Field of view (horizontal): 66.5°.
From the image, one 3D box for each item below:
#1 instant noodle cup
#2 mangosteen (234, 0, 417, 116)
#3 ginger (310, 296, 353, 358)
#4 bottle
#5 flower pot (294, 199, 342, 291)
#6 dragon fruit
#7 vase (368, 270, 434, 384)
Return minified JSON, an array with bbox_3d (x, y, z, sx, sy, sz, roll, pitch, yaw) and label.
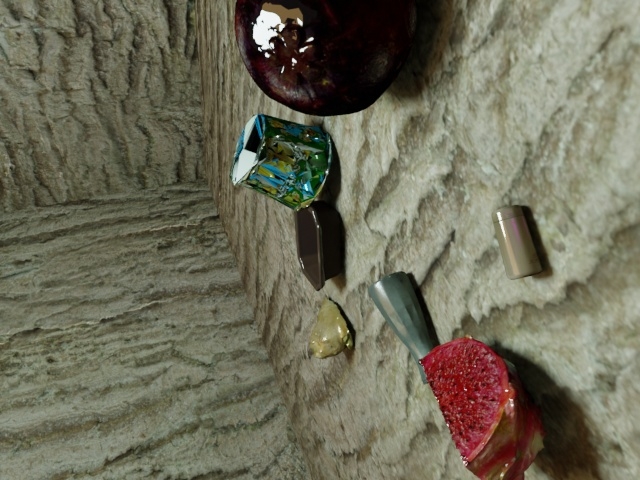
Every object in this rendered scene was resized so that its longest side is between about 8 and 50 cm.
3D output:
[{"bbox_3d":[-0.107,-0.205,1.230,0.240,0.178,0.240,-32,51,50],"label":"instant noodle cup"},{"bbox_3d":[0.014,-0.350,0.795,0.297,0.293,0.296,11,117,22],"label":"mangosteen"},{"bbox_3d":[0.013,0.258,1.427,0.115,0.123,0.193,65,176,-35],"label":"ginger"},{"bbox_3d":[0.262,0.002,0.655,0.045,0.045,0.096,150,108,-70],"label":"bottle"},{"bbox_3d":[0.000,0.000,1.328,0.179,0.084,0.250,-133,34,-54],"label":"flower pot"},{"bbox_3d":[0.262,0.249,0.732,0.161,0.126,0.274,47,-170,-15],"label":"dragon fruit"},{"bbox_3d":[0.177,0.171,0.958,0.214,0.086,0.086,64,157,21],"label":"vase"}]
